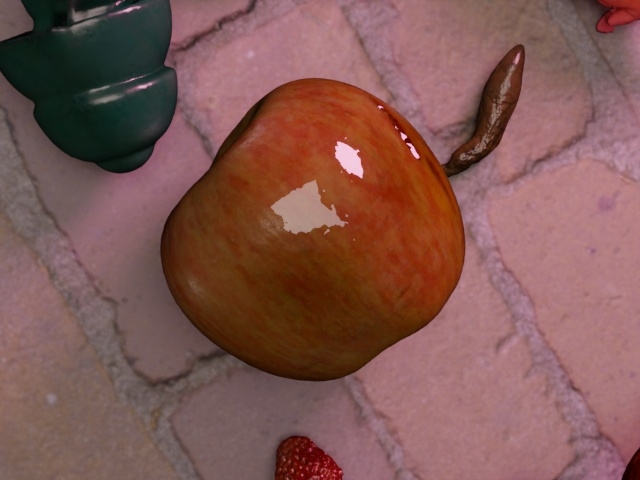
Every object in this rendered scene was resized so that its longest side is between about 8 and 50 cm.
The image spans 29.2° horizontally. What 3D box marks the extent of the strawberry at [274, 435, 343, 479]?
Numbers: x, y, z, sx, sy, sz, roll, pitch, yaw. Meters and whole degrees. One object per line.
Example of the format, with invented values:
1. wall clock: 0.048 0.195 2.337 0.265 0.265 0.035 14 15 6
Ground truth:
1. strawberry: -0.013 0.223 1.161 0.073 0.073 0.083 -16 75 -7

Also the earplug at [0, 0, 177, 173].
1. earplug: -0.174 -0.205 1.117 0.257 0.164 0.280 -14 104 -23

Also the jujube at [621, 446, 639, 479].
1. jujube: 0.399 0.311 1.140 0.223 0.223 0.318 -20 100 -7

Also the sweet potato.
1. sweet potato: 0.166 -0.122 1.208 0.041 0.038 0.153 31 93 17

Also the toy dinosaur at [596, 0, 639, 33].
1. toy dinosaur: 0.261 -0.272 1.171 0.286 0.139 0.070 32 84 -4

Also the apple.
1. apple: 0.000 0.000 1.077 0.264 0.264 0.264 0 88 -7
